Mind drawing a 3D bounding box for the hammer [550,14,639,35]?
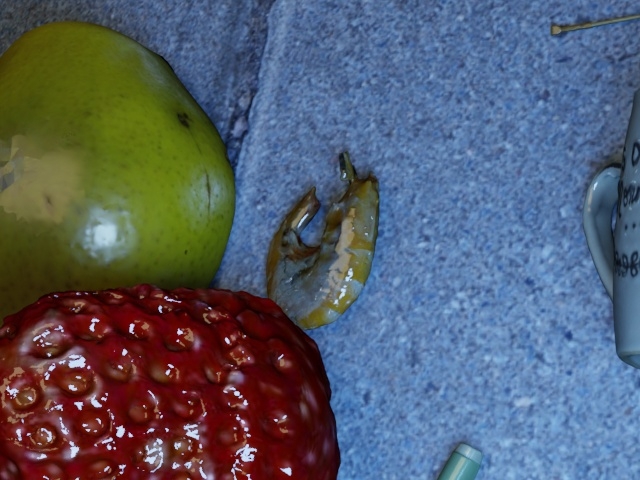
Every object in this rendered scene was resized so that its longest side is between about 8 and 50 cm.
[{"bbox_3d":[0.288,-0.217,1.440,0.123,0.014,0.029,-6,55,28],"label":"hammer"}]

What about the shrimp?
[{"bbox_3d":[-0.001,-0.001,1.462,0.132,0.052,0.187,16,78,32],"label":"shrimp"}]

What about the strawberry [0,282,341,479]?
[{"bbox_3d":[-0.145,0.167,1.278,0.295,0.345,0.317,15,74,34],"label":"strawberry"}]

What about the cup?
[{"bbox_3d":[0.315,0.000,1.242,0.258,0.186,0.234,-1,71,60],"label":"cup"}]

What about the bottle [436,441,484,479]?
[{"bbox_3d":[0.118,0.224,1.304,0.030,0.030,0.083,24,79,34],"label":"bottle"}]

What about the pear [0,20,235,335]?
[{"bbox_3d":[-0.276,-0.056,1.513,0.340,0.191,0.386,-10,74,14],"label":"pear"}]
